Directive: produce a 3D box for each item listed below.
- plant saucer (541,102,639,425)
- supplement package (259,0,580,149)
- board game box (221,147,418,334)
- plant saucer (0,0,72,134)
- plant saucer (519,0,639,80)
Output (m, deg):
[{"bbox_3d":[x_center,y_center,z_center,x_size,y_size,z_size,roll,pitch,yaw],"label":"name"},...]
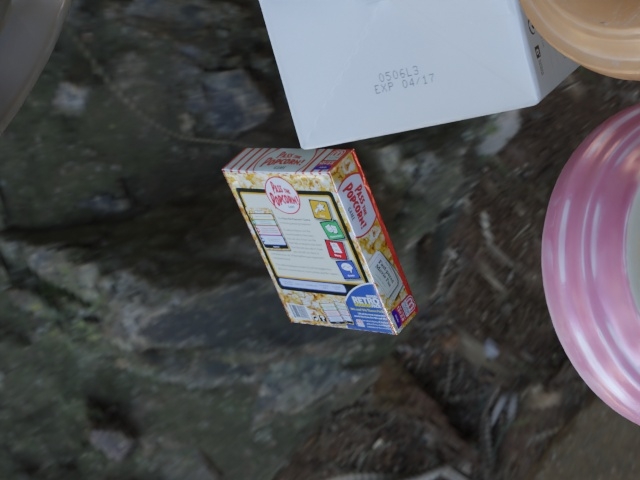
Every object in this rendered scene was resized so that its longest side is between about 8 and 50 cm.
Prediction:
[{"bbox_3d":[0.371,0.021,1.515,0.332,0.084,0.332,3,81,-23],"label":"plant saucer"},{"bbox_3d":[0.095,-0.198,1.125,0.177,0.293,0.175,-10,105,27],"label":"supplement package"},{"bbox_3d":[0.000,0.000,1.582,0.147,0.045,0.193,5,128,41],"label":"board game box"},{"bbox_3d":[-0.226,-0.141,0.888,0.041,0.278,0.278,26,106,17],"label":"plant saucer"},{"bbox_3d":[0.080,-0.080,0.378,0.083,0.013,0.083,-9,75,37],"label":"plant saucer"}]
